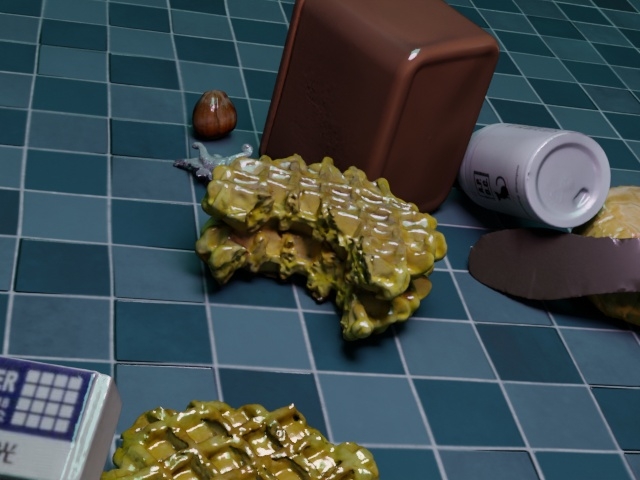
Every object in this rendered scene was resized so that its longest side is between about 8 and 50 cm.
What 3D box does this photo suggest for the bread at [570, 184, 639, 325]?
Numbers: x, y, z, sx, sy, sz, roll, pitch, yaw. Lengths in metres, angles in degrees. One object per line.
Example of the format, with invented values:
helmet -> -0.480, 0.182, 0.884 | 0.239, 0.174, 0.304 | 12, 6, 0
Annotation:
bread -> 0.483, 0.028, 1.660 | 0.240, 0.139, 0.240 | 9, 36, -7

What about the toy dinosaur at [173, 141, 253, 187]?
toy dinosaur -> -0.132, -0.110, 1.716 | 0.209, 0.039, 0.082 | 2, 49, 12

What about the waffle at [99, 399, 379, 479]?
waffle -> -0.069, 0.277, 1.132 | 0.325, 0.068, 0.302 | 13, 32, -4

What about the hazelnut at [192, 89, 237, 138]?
hazelnut -> -0.175, -0.210, 1.836 | 0.086, 0.086, 0.086 | 10, 32, -6

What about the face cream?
face cream -> 0.296, -0.113, 1.758 | 0.146, 0.145, 0.370 | 0, 8, -20

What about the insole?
insole -> 0.369, 0.034, 1.592 | 0.328, 0.111, 0.007 | 1, -17, 25

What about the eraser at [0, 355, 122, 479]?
eraser -> -0.351, 0.179, 1.103 | 0.279, 0.081, 0.124 | 8, 58, 7

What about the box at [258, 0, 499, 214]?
box -> 0.091, -0.211, 1.704 | 0.239, 0.339, 0.229 | -18, 47, -40

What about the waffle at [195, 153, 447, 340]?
waffle -> 0.000, 0.000, 1.514 | 0.324, 0.151, 0.261 | 26, 29, 13
